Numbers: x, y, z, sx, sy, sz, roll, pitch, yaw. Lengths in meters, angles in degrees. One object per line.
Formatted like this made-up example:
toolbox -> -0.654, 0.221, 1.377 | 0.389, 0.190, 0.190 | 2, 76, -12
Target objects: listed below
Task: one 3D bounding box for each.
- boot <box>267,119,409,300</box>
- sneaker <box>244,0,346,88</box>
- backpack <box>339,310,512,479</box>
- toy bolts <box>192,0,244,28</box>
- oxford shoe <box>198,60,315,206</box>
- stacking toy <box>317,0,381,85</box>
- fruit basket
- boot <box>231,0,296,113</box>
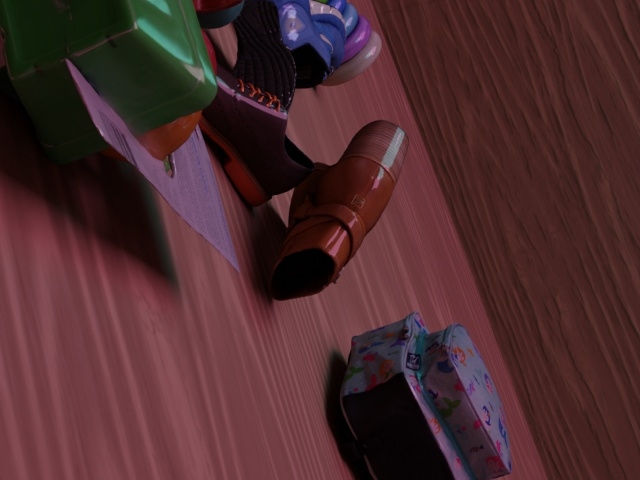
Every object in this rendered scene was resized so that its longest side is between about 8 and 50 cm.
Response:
boot -> 0.000, 0.000, 1.662 | 0.109, 0.283, 0.220 | 37, 53, -11
sneaker -> -0.040, -0.299, 2.133 | 0.330, 0.130, 0.147 | 14, 68, -72
backpack -> 0.127, 0.211, 1.729 | 0.225, 0.191, 0.253 | 63, 7, -18
toy bolts -> -0.120, -0.380, 1.739 | 0.158, 0.218, 0.228 | 100, -13, -85
oxford shoe -> -0.096, -0.161, 1.607 | 0.097, 0.098, 0.271 | -100, 163, -48
stacking toy -> -0.029, -0.433, 2.382 | 0.330, 0.141, 0.141 | 54, 16, -29
fruit basket -> -0.175, -0.159, 1.196 | 0.353, 0.166, 0.327 | 64, 8, -69
boot -> -0.068, -0.187, 1.802 | 0.161, 0.084, 0.246 | 82, 2, -46
